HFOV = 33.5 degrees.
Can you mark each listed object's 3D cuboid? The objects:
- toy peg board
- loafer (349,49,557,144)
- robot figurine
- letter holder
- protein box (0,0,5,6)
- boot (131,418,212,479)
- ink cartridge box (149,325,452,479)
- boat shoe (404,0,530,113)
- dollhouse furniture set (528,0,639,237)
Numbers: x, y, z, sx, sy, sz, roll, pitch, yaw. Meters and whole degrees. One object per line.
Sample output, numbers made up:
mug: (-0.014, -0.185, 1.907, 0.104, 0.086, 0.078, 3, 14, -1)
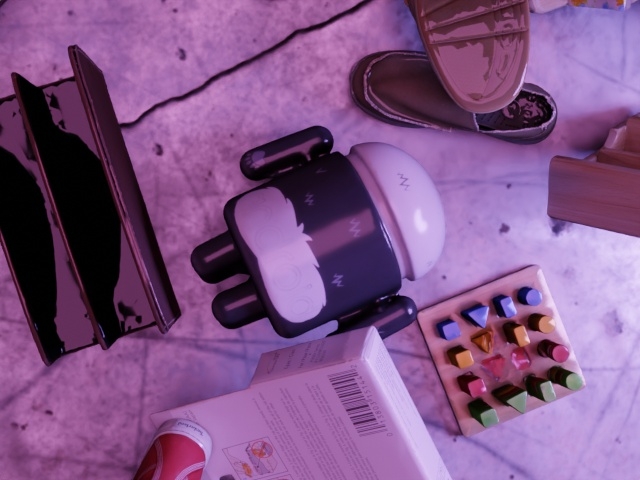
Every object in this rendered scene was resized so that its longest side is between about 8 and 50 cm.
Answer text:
toy peg board: (0.218, 0.131, 1.236, 0.161, 0.079, 0.160, -22, 93, -5)
loafer: (0.160, -0.170, 1.223, 0.251, 0.087, 0.094, 8, 90, -5)
robot figurine: (0.001, 0.002, 1.171, 0.278, 0.173, 0.209, -25, 120, -5)
letter holder: (-0.268, -0.030, 1.120, 0.152, 0.214, 0.302, -18, 92, -5)
protein box: (-0.427, -0.337, 1.142, 0.200, 0.136, 0.201, 41, 87, -4)
boot: (-0.194, 0.327, 1.113, 0.088, 0.176, 0.244, 22, 121, 0)
ink cartridge box: (-0.004, 0.255, 1.173, 0.261, 0.066, 0.296, -17, 115, 21)
boat shoe: (0.148, -0.299, 1.191, 0.122, 0.110, 0.341, -13, 82, -3)
dollhouse furniture set: (0.373, -0.226, 1.082, 0.256, 0.362, 0.394, -28, 124, -45)
